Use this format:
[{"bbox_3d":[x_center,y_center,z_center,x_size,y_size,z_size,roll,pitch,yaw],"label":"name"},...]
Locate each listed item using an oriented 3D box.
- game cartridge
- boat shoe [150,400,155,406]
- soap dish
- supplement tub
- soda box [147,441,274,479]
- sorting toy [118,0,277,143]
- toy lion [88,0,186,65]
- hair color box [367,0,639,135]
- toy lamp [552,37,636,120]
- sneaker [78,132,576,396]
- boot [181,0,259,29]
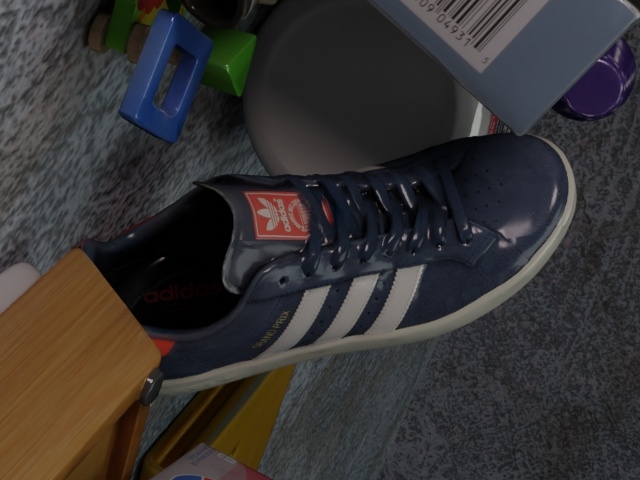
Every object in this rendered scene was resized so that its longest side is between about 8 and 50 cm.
[{"bbox_3d":[-0.130,0.265,1.650,0.285,0.052,0.324,-49,164,-52],"label":"game cartridge"},{"bbox_3d":[-0.146,0.114,1.228,0.050,0.045,0.135,-50,163,-50],"label":"boat shoe"},{"bbox_3d":[-0.206,0.169,0.902,0.291,0.118,0.229,-51,163,-52],"label":"soap dish"},{"bbox_3d":[0.065,-0.124,1.281,0.191,0.191,0.272,-67,168,16],"label":"supplement tub"},{"bbox_3d":[-0.091,0.202,0.956,0.083,0.092,0.263,-66,170,11],"label":"soda box"},{"bbox_3d":[-0.048,-0.225,0.867,0.196,0.047,0.348,-16,124,-69],"label":"sorting toy"},{"bbox_3d":[-0.096,-0.151,0.920,0.100,0.034,0.096,-20,128,-74],"label":"toy lion"},{"bbox_3d":[0.122,-0.219,1.129,0.113,0.185,0.374,-46,-174,21],"label":"hair color box"},{"bbox_3d":[0.211,-0.152,1.313,0.275,0.080,0.080,-79,-168,-74],"label":"toy lamp"},{"bbox_3d":[0.000,0.000,1.062,0.350,0.131,0.148,-22,149,3],"label":"sneaker"},{"bbox_3d":[0.000,-0.232,0.800,0.161,0.083,0.247,-35,141,-52],"label":"boot"}]
